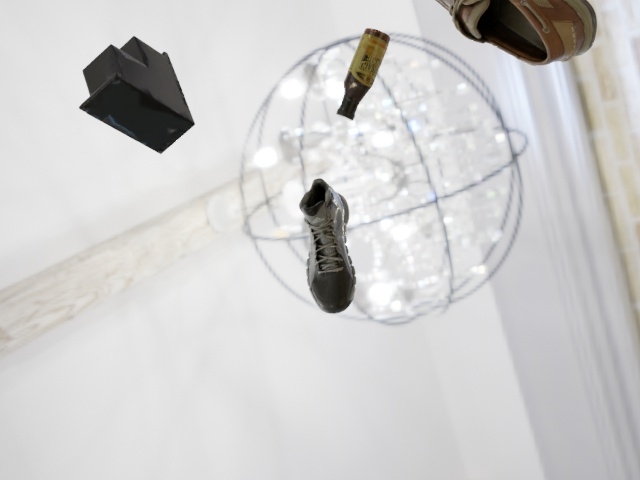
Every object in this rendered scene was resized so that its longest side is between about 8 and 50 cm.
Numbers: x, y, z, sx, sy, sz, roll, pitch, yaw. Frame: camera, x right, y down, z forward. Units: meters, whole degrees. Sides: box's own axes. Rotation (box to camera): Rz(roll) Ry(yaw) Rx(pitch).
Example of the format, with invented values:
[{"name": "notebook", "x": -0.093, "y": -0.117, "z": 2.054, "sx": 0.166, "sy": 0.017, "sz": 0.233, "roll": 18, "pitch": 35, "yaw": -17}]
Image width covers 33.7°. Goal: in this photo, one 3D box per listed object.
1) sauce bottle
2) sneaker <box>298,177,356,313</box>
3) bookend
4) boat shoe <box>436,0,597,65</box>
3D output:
[{"name": "sauce bottle", "x": 0.057, "y": -0.228, "z": 1.459, "sx": 0.042, "sy": 0.042, "sz": 0.128, "roll": 18, "pitch": -88, "yaw": -53}, {"name": "sneaker", "x": 0.000, "y": 0.000, "z": 1.751, "sx": 0.132, "sy": 0.086, "sz": 0.228, "roll": 55, "pitch": -153, "yaw": -59}, {"name": "bookend", "x": -0.270, "y": -0.223, "z": 1.473, "sx": 0.157, "sy": 0.072, "sz": 0.156, "roll": 29, "pitch": -150, "yaw": -49}, {"name": "boat shoe", "x": 0.246, "y": -0.355, "z": 1.554, "sx": 0.116, "sy": 0.324, "sz": 0.123, "roll": -35, "pitch": -37, "yaw": -31}]
